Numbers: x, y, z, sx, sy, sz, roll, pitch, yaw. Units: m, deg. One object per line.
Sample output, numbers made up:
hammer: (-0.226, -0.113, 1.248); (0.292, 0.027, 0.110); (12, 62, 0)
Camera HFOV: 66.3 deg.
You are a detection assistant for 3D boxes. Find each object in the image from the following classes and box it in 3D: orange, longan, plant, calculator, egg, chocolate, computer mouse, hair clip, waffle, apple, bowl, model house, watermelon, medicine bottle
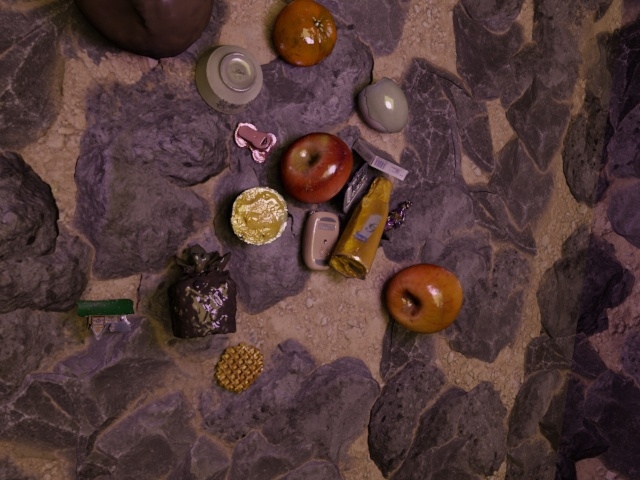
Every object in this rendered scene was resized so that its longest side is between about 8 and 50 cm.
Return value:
orange: (-0.051, -0.745, 1.762); (0.240, 0.171, 0.240); (-3, 96, -27)
longan: (-0.510, -0.749, 1.394); (0.404, 0.404, 0.435); (-35, 110, -22)
plant: (-0.389, 0.164, 1.624); (0.215, 0.213, 0.312); (2, 83, -26)
calculator: (0.127, -0.203, 1.866); (0.040, 0.268, 0.177); (32, 75, 7)
egg: (0.255, -0.521, 1.932); (0.183, 0.183, 0.217); (-34, 99, -22)
chocolate: (0.173, -0.071, 1.909); (0.162, 0.162, 0.445); (38, 58, -25)
computer mouse: (0.000, 0.000, 1.889); (0.145, 0.082, 0.236); (4, 91, -29)
hair clip: (-0.238, -0.359, 1.771); (0.138, 0.102, 0.123); (25, 78, 6)
waffle: (-0.293, 0.463, 1.790); (0.191, 0.038, 0.191); (-2, 95, -27)
apple: (-0.017, -0.260, 1.778); (0.271, 0.252, 0.206); (-63, 158, -11)
bowl: (-0.298, -0.560, 1.672); (0.238, 0.126, 0.237); (-2, 94, -26)
model house: (-0.676, 0.248, 1.545); (0.167, 0.117, 0.088); (0, 110, -29)
watermelon: (-0.222, -0.088, 1.740); (0.232, 0.127, 0.204); (-13, 99, -25)
apple: (0.436, 0.231, 2.025); (0.275, 0.299, 0.299); (-26, 106, -49)
medicine bottle: (0.234, -0.322, 1.930); (0.171, 0.201, 0.052); (19, 112, -29)

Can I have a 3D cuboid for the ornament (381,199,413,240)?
ornament: (0.307, -0.092, 2.050); (0.203, 0.081, 0.088); (-46, 113, -20)
